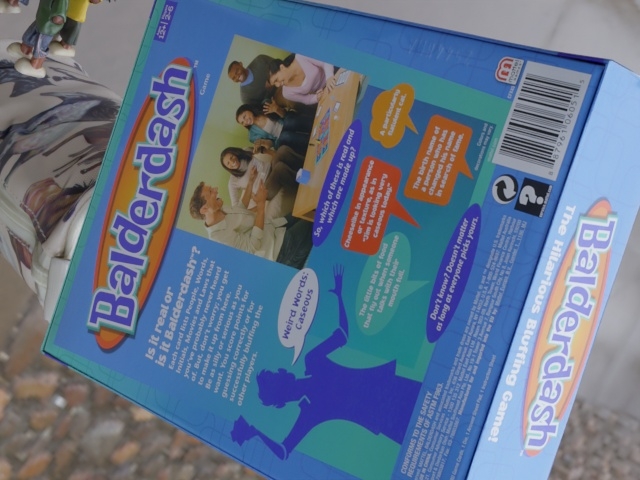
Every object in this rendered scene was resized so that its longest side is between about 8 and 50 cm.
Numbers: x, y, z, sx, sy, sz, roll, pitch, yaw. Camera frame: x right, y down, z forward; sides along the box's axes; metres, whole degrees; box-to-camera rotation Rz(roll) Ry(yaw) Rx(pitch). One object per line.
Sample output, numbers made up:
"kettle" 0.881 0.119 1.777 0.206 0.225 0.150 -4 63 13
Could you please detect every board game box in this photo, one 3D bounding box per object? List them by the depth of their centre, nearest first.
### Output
"board game box" 0.000 0.000 0.477 0.047 0.210 0.160 15 94 -48

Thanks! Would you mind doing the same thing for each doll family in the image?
"doll family" -0.192 -0.209 1.009 0.076 0.193 0.111 4 130 -33

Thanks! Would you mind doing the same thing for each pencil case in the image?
"pencil case" -0.194 -0.036 1.056 0.183 0.410 0.160 -8 114 -27
